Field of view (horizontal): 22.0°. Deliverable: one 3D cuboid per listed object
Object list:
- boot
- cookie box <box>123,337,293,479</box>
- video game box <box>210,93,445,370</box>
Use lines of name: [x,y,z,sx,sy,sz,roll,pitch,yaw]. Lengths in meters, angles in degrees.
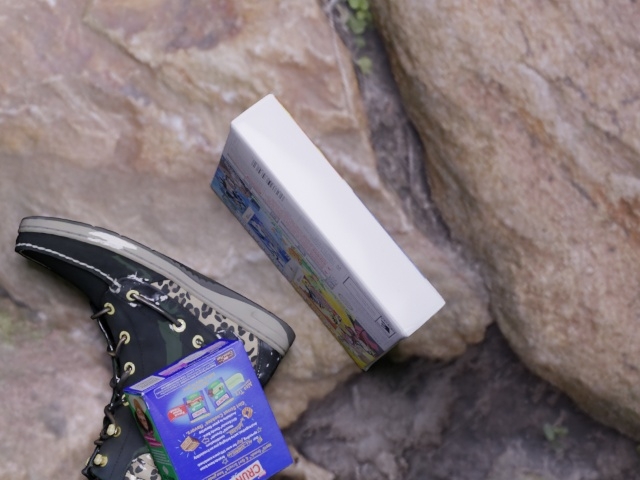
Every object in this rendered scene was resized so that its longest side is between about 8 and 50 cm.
boot: [-0.155,0.098,1.286,0.236,0.085,0.178,27,77,-13]
cookie box: [-0.084,0.141,1.247,0.092,0.040,0.107,-27,102,-25]
video game box: [0.000,0.000,1.282,0.048,0.187,0.205,-38,86,-17]
